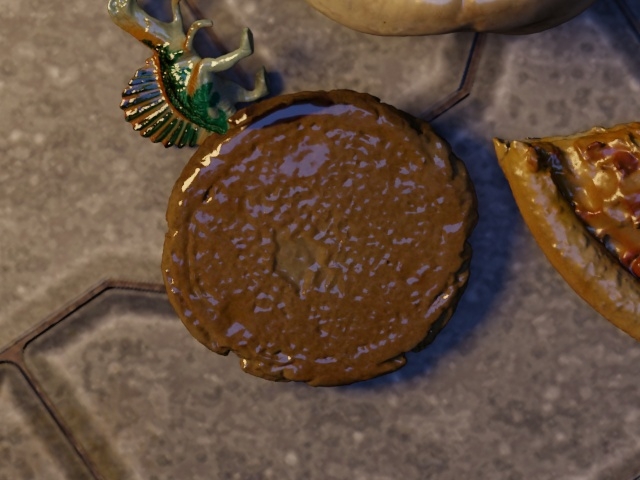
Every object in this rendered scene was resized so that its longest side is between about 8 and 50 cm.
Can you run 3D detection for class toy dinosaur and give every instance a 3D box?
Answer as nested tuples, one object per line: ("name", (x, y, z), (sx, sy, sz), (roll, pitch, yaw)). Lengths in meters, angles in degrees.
("toy dinosaur", (-0.089, -0.099, 1.181), (0.106, 0.044, 0.187), (-9, 112, 8))

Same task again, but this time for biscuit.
("biscuit", (0.000, 0.000, 1.169), (0.226, 0.042, 0.226), (-1, 105, -3))

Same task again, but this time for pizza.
("pizza", (0.239, 0.003, 1.165), (0.134, 0.056, 0.271), (-43, 92, 13))

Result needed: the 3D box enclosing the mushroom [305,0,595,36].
("mushroom", (0.084, -0.242, 1.065), (0.260, 0.234, 0.254), (-41, 88, 5))
